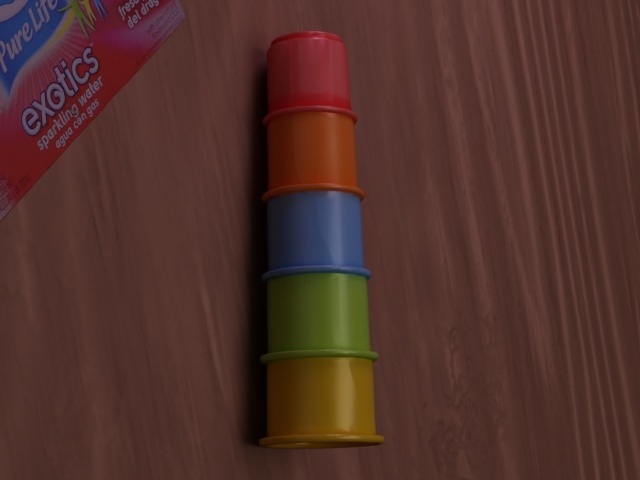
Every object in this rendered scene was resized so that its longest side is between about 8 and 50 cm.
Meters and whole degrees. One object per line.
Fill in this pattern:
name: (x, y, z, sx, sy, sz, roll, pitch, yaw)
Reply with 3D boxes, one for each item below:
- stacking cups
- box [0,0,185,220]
stacking cups: (0.000, 0.000, 1.104, 0.096, 0.096, 0.316, 19, 67, -55)
box: (-0.199, -0.097, 0.764, 0.257, 0.128, 0.122, -57, 131, -45)
